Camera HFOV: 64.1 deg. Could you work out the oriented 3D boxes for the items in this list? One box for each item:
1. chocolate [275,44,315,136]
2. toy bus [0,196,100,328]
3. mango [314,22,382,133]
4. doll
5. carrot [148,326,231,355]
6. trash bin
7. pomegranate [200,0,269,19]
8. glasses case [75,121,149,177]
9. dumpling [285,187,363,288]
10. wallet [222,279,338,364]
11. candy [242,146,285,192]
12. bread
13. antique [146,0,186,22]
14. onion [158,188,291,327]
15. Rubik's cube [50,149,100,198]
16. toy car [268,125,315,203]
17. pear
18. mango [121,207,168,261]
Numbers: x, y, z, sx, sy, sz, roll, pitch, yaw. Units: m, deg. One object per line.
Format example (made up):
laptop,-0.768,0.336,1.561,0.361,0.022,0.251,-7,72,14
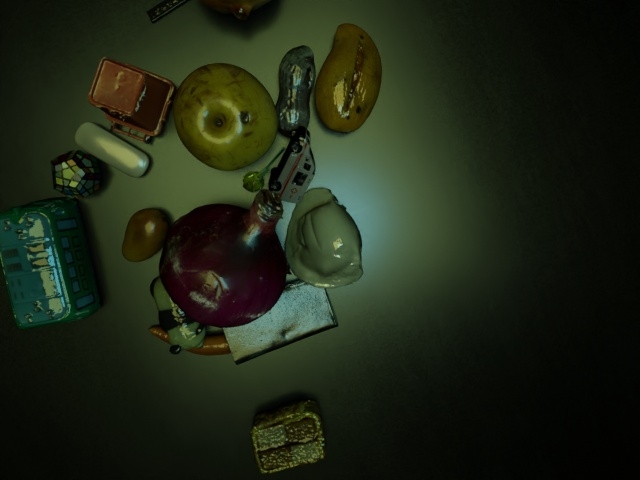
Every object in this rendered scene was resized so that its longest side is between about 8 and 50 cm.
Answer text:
chocolate,-0.071,-0.401,1.390,0.110,0.110,0.248,10,96,-6
toy bus,-0.723,0.060,1.346,0.183,0.199,0.344,-11,96,-2
mango,0.079,-0.439,1.387,0.176,0.120,0.295,11,96,-9
doll,-0.387,0.191,1.408,0.143,0.135,0.235,-14,92,-5
carrot,-0.361,0.293,1.471,0.270,0.062,0.066,4,129,-1
trash bin,-0.484,-0.354,1.294,0.161,0.239,0.185,20,96,-6
pomegranate,-0.211,-0.690,1.273,0.263,0.264,0.265,-1,97,-4
glasses case,-0.565,-0.247,1.392,0.204,0.051,0.081,32,95,-11
dumpling,0.003,0.003,1.431,0.226,0.244,0.175,-27,133,15
wallet,-0.119,0.222,1.464,0.317,0.045,0.173,-20,96,-12
candy,-0.149,-0.195,1.383,0.058,0.062,0.194,40,134,-12
bread,-0.096,0.573,1.502,0.222,0.096,0.182,-15,97,-1
antique,-0.382,-0.652,1.379,0.192,0.015,0.031,-33,98,0
onion,-0.213,0.024,1.283,0.347,0.348,0.385,36,120,-7
Rubik's cube,-0.652,-0.176,1.365,0.132,0.133,0.112,14,66,-6
toy car,-0.062,-0.202,1.385,0.108,0.089,0.210,21,121,-16
pear,-0.242,-0.313,1.307,0.280,0.281,0.281,-1,97,-4
mango,-0.482,-0.011,1.412,0.111,0.089,0.163,20,105,5
